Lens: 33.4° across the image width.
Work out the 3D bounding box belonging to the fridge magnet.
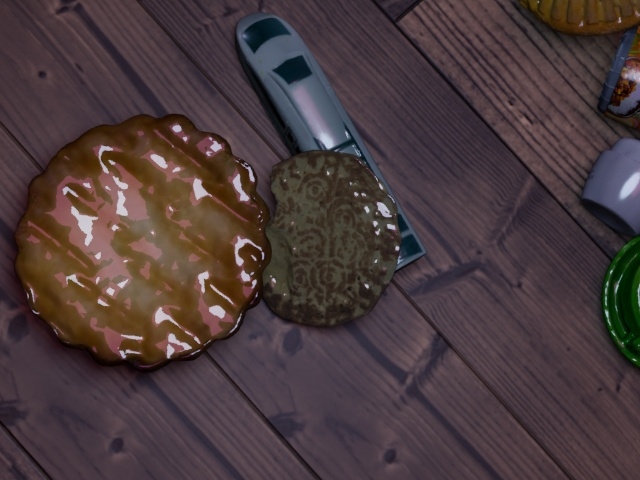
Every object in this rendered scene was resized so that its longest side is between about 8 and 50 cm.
[{"bbox_3d":[0.479,0.083,1.429,0.208,0.088,0.208,1,81,-6],"label":"fridge magnet"}]

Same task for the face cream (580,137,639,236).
[{"bbox_3d":[0.416,-0.072,1.433,0.117,0.117,0.104,37,87,0],"label":"face cream"}]

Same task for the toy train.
[{"bbox_3d":[0.002,-0.136,1.407,0.086,0.088,0.407,-29,85,-11],"label":"toy train"}]

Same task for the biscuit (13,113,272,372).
[{"bbox_3d":[-0.218,0.004,1.347,0.325,0.107,0.326,0,79,-1],"label":"biscuit"}]

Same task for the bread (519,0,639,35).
[{"bbox_3d":[0.378,-0.383,1.434,0.240,0.139,0.240,-8,58,13],"label":"bread"}]

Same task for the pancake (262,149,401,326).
[{"bbox_3d":[0.000,0.000,1.361,0.212,0.029,0.235,37,109,13],"label":"pancake"}]

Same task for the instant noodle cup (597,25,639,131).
[{"bbox_3d":[0.451,-0.215,1.441,0.125,0.208,0.178,21,121,11],"label":"instant noodle cup"}]
